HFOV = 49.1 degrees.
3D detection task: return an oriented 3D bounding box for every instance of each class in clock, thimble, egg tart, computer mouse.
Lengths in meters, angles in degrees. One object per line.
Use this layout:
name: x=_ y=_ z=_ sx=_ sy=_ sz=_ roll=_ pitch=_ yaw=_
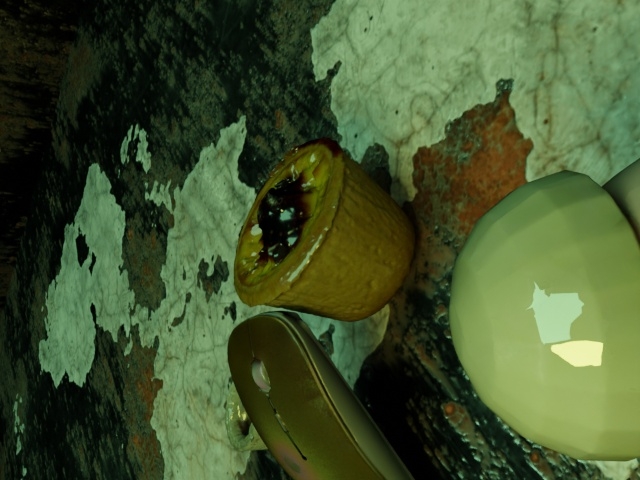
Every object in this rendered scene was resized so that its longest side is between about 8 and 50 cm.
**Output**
clock: x=0.268 y=0.014 z=0.367 sx=0.326 sy=0.342 sz=0.184 roll=-33 pitch=55 yaw=39
thimble: x=-0.077 y=0.244 z=1.005 sx=0.115 sy=0.090 sz=0.102 roll=-58 pitch=41 yaw=34
egg tart: x=0.000 y=0.000 z=0.826 sx=0.215 sy=0.171 sz=0.215 roll=-40 pitch=34 yaw=34
computer mouse: x=0.001 y=0.219 z=0.795 sx=0.158 sy=0.072 sz=0.310 roll=-25 pitch=102 yaw=49
